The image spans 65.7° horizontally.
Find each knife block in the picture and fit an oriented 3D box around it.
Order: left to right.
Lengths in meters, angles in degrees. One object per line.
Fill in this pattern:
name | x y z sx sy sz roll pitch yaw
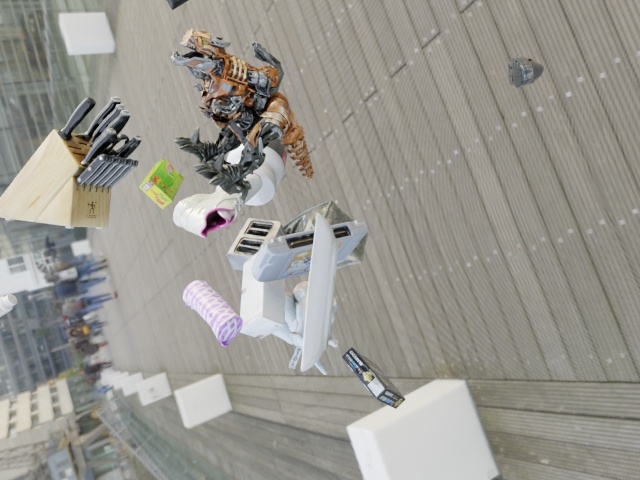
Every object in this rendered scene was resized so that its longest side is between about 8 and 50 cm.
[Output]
knife block | -0.462 -0.147 0.909 0.275 0.088 0.242 6 92 23

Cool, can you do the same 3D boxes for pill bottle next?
pill bottle | -0.818 0.171 1.264 0.043 0.083 0.043 58 -177 -5
pill bottle | -0.226 -0.314 1.808 0.210 0.210 0.363 114 166 -49

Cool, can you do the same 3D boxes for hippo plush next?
hippo plush | -0.060 0.269 1.559 0.236 0.234 0.294 117 163 -82

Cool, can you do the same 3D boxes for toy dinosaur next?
toy dinosaur | -0.117 -0.192 0.825 0.322 0.218 0.164 39 -175 -22

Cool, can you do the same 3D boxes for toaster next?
toaster | -0.201 0.025 1.657 0.185 0.168 0.110 8 145 26

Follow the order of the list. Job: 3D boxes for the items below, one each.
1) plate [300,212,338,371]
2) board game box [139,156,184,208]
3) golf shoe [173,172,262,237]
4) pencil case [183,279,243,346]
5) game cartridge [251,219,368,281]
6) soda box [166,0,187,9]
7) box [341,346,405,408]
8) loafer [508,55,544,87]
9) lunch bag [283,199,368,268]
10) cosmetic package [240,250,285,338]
plate | 0.004 0.107 0.977 0.277 0.045 0.278 80 -164 -81
board game box | -0.476 -0.176 1.500 0.092 0.043 0.181 47 -163 -24
golf shoe | -0.279 -0.102 1.477 0.140 0.306 0.115 34 144 32
pencil case | -0.294 0.188 1.333 0.206 0.086 0.088 35 96 39
game cartridge | -0.032 0.033 1.348 0.062 0.297 0.198 65 152 23
soda box | -0.347 -0.586 1.057 0.169 0.053 0.060 58 178 -36
box | 0.174 0.444 1.591 0.175 0.051 0.220 46 180 36
loafer | 0.421 -0.348 1.009 0.061 0.170 0.062 -6 110 17
lunch bag | 0.000 0.000 1.906 0.287 0.235 0.169 -20 42 41
cosmetic package | -0.166 0.151 1.430 0.117 0.085 0.231 -37 40 36
